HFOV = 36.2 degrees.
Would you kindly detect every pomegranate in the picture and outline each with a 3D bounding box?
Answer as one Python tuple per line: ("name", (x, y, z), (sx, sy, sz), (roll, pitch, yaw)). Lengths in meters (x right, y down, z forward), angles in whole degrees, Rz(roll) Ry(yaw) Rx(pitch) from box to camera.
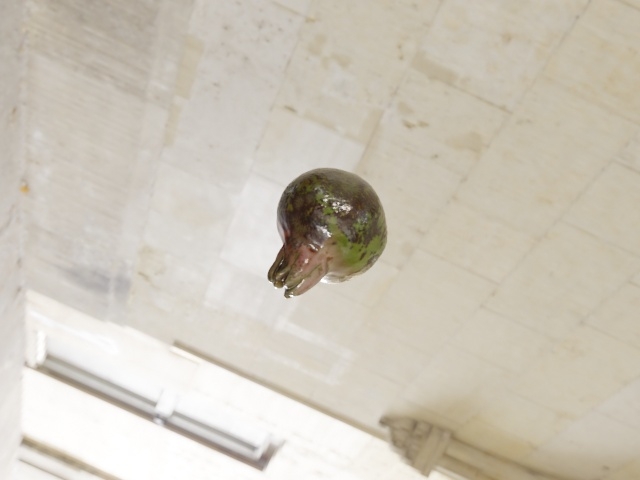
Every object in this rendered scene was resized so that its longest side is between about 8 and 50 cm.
("pomegranate", (-0.006, -0.008, 1.098), (0.163, 0.125, 0.138), (-28, 143, -22))
